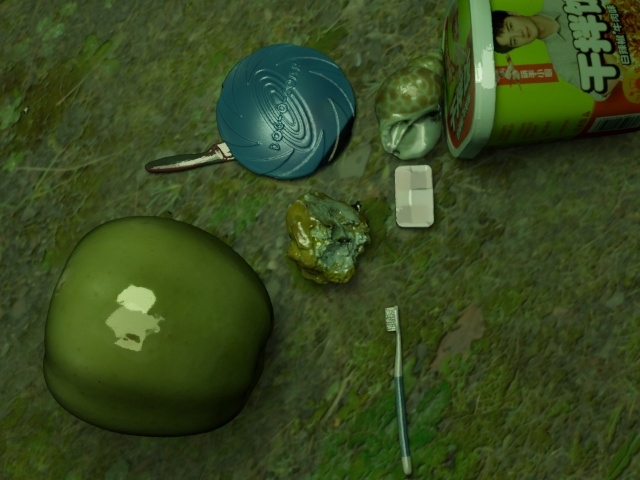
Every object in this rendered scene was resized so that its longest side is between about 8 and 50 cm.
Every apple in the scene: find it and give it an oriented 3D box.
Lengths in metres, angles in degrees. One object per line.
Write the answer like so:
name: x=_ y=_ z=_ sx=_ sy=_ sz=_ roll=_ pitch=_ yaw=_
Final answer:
apple: x=-0.244 y=0.131 z=1.380 sx=0.357 sy=0.357 sz=0.357 roll=-1 pitch=83 yaw=5

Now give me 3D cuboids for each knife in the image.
knife: x=-0.183 y=-0.149 z=1.573 sx=0.247 sy=0.018 sz=0.035 roll=-11 pitch=79 yaw=1

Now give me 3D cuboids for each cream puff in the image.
cream puff: x=0.000 y=0.001 z=1.483 sx=0.121 sy=0.156 sz=0.156 roll=27 pitch=85 yaw=38

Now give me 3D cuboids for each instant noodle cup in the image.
instant noodle cup: x=0.365 y=-0.271 z=1.431 sx=0.308 sy=0.294 sz=0.293 roll=-2 pitch=83 yaw=-3

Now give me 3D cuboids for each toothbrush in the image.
toothbrush: x=0.127 y=0.245 z=1.495 sx=0.025 sy=0.019 sz=0.275 roll=-5 pitch=82 yaw=9

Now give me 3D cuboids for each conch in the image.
conch: x=0.148 y=-0.224 z=1.509 sx=0.116 sy=0.106 sz=0.173 roll=0 pitch=108 yaw=15

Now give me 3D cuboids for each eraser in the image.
eraser: x=0.157 y=-0.073 z=1.528 sx=0.065 sy=0.026 sz=0.105 roll=0 pitch=83 yaw=2

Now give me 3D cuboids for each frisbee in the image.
frisbee: x=-0.060 y=-0.224 z=1.551 sx=0.242 sy=0.045 sz=0.242 roll=0 pitch=82 yaw=2

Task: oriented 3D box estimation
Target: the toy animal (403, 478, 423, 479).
toy animal: x=0.137 y=0.453 z=1.420 sx=0.182 sy=0.127 sz=0.131 roll=-43 pitch=75 yaw=10
